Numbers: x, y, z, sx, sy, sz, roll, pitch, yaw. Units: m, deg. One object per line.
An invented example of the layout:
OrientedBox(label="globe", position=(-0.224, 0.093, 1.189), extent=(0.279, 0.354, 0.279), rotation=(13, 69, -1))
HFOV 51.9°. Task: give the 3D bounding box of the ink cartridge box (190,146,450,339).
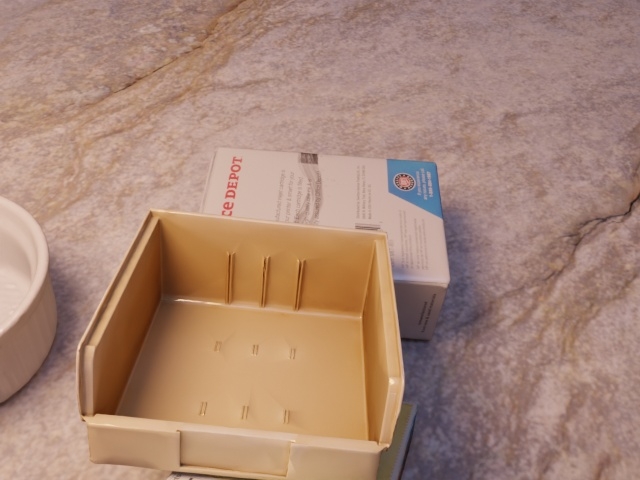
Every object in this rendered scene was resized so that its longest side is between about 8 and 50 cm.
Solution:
OrientedBox(label="ink cartridge box", position=(0.000, 0.000, 0.876), extent=(0.308, 0.129, 0.223), rotation=(4, 48, -1))

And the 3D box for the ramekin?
OrientedBox(label="ramekin", position=(-0.445, 0.079, 0.759), extent=(0.278, 0.135, 0.277), rotation=(3, 48, -3))

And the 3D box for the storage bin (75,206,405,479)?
OrientedBox(label="storage bin", position=(-0.066, 0.093, 0.641), extent=(0.263, 0.123, 0.260), rotation=(6, 30, -2))

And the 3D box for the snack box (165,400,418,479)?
OrientedBox(label="snack box", position=(-0.028, 0.227, 0.603), extent=(0.187, 0.060, 0.322), rotation=(12, 18, 14))
